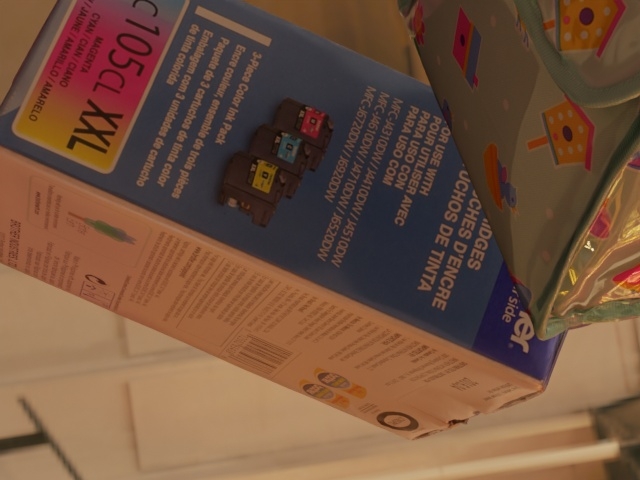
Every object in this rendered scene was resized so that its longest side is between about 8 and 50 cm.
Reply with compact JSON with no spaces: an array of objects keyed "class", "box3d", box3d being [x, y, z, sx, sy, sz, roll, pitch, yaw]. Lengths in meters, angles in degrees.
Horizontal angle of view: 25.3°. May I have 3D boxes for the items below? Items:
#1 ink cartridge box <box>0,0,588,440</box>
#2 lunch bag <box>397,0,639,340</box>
[{"class":"ink cartridge box","box3d":[0.000,0.000,0.899,0.151,0.395,0.270,-66,-174,-18]},{"class":"lunch bag","box3d":[0.139,-0.119,0.599,0.262,0.160,0.223,102,-25,-55]}]
